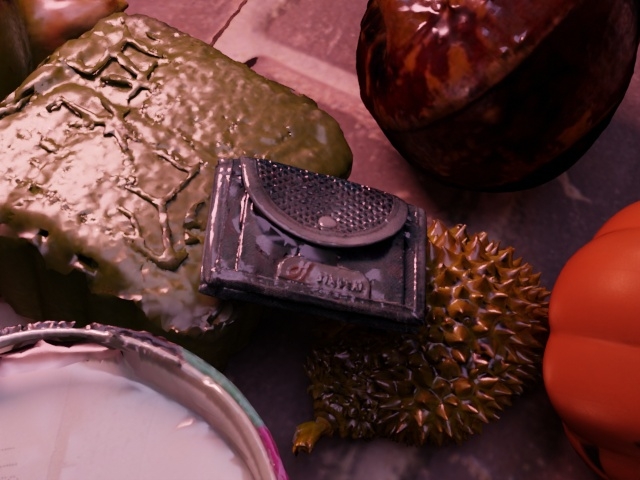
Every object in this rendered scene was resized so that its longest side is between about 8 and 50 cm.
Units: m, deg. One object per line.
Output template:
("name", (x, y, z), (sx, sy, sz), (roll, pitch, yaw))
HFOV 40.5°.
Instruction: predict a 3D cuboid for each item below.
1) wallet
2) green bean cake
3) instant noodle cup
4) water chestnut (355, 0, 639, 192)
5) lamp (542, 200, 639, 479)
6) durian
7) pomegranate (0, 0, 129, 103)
("wallet", (0.000, 0.000, 0.489), (0.129, 0.026, 0.088), (12, 60, -13))
("green bean cake", (-0.108, -0.026, 0.560), (0.214, 0.113, 0.200), (30, 60, 10))
("instant noodle cup", (-0.114, 0.161, 0.389), (0.251, 0.190, 0.251), (3, 57, -5))
("water chestnut", (0.115, -0.157, 0.610), (0.238, 0.223, 0.224), (35, 53, -24))
("lamp", (0.217, 0.064, 0.511), (0.187, 0.163, 0.188), (-3, 94, -34))
("durian", (0.057, 0.058, 0.538), (0.208, 0.102, 0.146), (-34, 73, -22))
("pomegranate", (-0.258, -0.136, 0.586), (0.240, 0.159, 0.190), (12, 58, -4))
